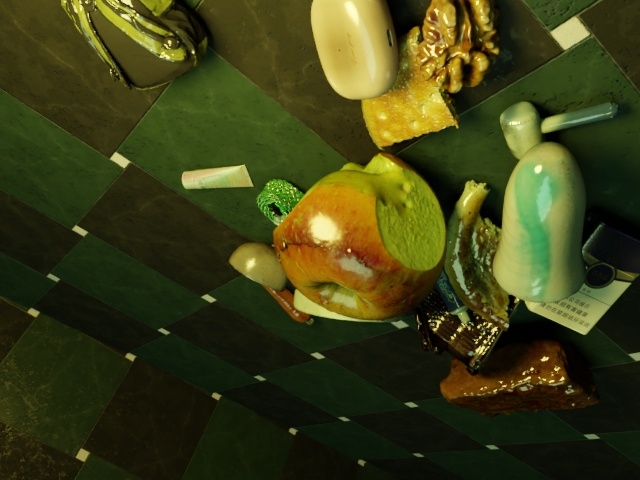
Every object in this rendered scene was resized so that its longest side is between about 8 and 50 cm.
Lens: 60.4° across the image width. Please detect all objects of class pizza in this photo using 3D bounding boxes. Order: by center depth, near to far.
[{"bbox_3d":[0.175,-0.269,1.035,0.197,0.058,0.292,22,146,9],"label":"pizza"}]

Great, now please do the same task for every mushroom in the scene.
[{"bbox_3d":[-0.164,0.069,1.617,0.188,0.141,0.117,32,109,-23],"label":"mushroom"}]

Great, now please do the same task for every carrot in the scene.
[{"bbox_3d":[-0.128,0.172,1.798,0.069,0.069,0.336,-17,127,40],"label":"carrot"}]

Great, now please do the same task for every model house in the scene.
[{"bbox_3d":[0.364,0.175,1.486,0.283,0.297,0.317,30,175,21],"label":"model house"}]

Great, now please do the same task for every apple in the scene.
[{"bbox_3d":[0.095,-0.023,1.178,0.374,0.374,0.384,0,147,24],"label":"apple"}]

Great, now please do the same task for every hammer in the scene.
[{"bbox_3d":[0.436,-0.214,1.001,0.194,0.069,0.116,-11,136,28],"label":"hammer"}]

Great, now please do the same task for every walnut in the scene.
[{"bbox_3d":[0.229,-0.319,0.896,0.143,0.069,0.170,-17,129,-3],"label":"walnut"}]

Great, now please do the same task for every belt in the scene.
[{"bbox_3d":[-0.082,-0.091,1.394,0.151,0.079,0.121,45,149,-18],"label":"belt"}]

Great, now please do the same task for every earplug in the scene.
[{"bbox_3d":[0.431,-0.050,1.054,0.185,0.185,0.324,4,137,19],"label":"earplug"}]

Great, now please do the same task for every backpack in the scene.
[{"bbox_3d":[-0.350,-0.398,1.017,0.207,0.140,0.253,-14,139,34],"label":"backpack"}]

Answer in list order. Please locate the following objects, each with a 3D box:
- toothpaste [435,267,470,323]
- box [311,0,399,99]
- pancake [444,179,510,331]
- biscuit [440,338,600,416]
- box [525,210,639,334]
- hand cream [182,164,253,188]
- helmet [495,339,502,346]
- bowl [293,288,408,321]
[{"bbox_3d":[0.293,0.080,1.345,0.268,0.047,0.069,63,147,11],"label":"toothpaste"},{"bbox_3d":[0.059,-0.337,0.930,0.146,0.088,0.200,12,131,40],"label":"box"},{"bbox_3d":[0.382,0.043,1.250,0.197,0.054,0.376,-22,110,2],"label":"pancake"},{"bbox_3d":[0.608,0.426,1.687,0.395,0.166,0.343,-19,148,34],"label":"biscuit"},{"bbox_3d":[0.601,0.075,1.233,0.168,0.071,0.259,23,118,-9],"label":"box"},{"bbox_3d":[-0.264,-0.159,1.407,0.174,0.047,0.076,-3,141,13],"label":"hand cream"},{"bbox_3d":[0.503,0.304,1.696,0.111,0.057,0.089,-22,148,37],"label":"helmet"},{"bbox_3d":[0.084,0.115,1.466,0.307,0.163,0.307,2,180,0],"label":"bowl"}]
